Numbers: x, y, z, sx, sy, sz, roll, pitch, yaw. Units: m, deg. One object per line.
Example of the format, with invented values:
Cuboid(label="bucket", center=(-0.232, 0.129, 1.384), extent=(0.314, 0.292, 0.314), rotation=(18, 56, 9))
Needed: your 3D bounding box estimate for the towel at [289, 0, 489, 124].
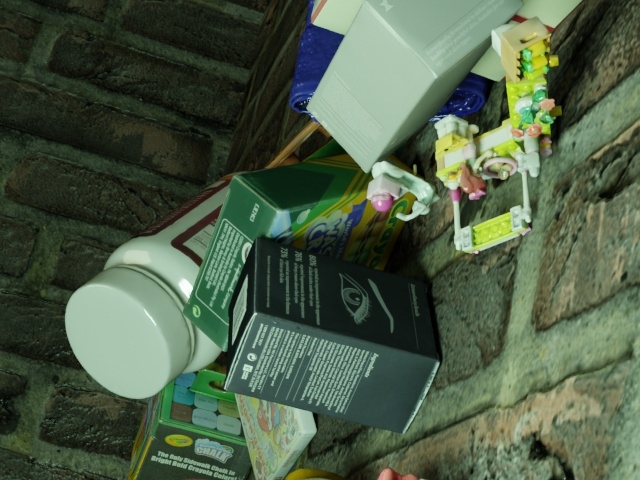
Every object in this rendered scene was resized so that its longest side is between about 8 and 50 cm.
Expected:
Cuboid(label="towel", center=(0.095, -0.265, 1.549), extent=(0.076, 0.228, 0.308), rotation=(73, -159, -54))

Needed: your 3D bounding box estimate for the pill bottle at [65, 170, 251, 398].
Cuboid(label="pill bottle", center=(-0.193, 0.065, 1.988), extent=(0.392, 0.224, 0.224), rotation=(-39, -20, -49))

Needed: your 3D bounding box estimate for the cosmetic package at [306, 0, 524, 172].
Cuboid(label="cosmetic package", center=(0.083, -0.173, 1.236), extent=(0.127, 0.107, 0.238), rotation=(-41, -2, -20))

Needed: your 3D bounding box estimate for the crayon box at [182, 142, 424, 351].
Cuboid(label="crayon box", center=(0.000, 0.000, 1.586), extent=(0.323, 0.083, 0.203), rotation=(-16, -43, -48))

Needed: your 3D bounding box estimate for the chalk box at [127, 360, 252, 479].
Cuboid(label="chalk box", center=(-0.198, 0.312, 2.170), extent=(0.179, 0.180, 0.289), rotation=(-90, 21, -54))

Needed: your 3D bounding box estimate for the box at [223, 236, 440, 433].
Cuboid(label="box", center=(0.010, 0.101, 1.395), extent=(0.153, 0.207, 0.108), rotation=(-91, 21, -58))

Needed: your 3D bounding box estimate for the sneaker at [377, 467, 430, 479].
Cuboid(label="sneaker", center=(0.071, 0.272, 1.098), extent=(0.314, 0.116, 0.136), rotation=(-159, 87, -79))

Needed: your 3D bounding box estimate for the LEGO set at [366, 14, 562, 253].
Cuboid(label="LEGO set", center=(0.159, -0.076, 1.178), extent=(0.287, 0.132, 0.107), rotation=(134, 142, -54))

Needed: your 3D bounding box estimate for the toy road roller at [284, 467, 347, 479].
Cuboid(label="toy road roller", center=(-0.100, 0.402, 1.406), extent=(0.202, 0.241, 0.329), rotation=(-92, 22, -57))

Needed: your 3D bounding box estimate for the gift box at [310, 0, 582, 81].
Cuboid(label="gift box", center=(0.129, -0.348, 1.340), extent=(0.255, 0.258, 0.276), rotation=(129, 154, -62))

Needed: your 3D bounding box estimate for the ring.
Cuboid(label="ring", center=(0.054, -0.206, 1.734), extent=(0.336, 0.032, 0.336), rotation=(-45, 5, 5))

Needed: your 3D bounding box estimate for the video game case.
Cuboid(label="video game case", center=(-0.075, 0.226, 1.890), extent=(0.206, 0.026, 0.227), rotation=(120, 141, -49))

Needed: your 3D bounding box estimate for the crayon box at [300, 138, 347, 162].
Cuboid(label="crayon box", center=(-0.016, -0.038, 1.798), extent=(0.165, 0.081, 0.278), rotation=(-38, -7, -22))
